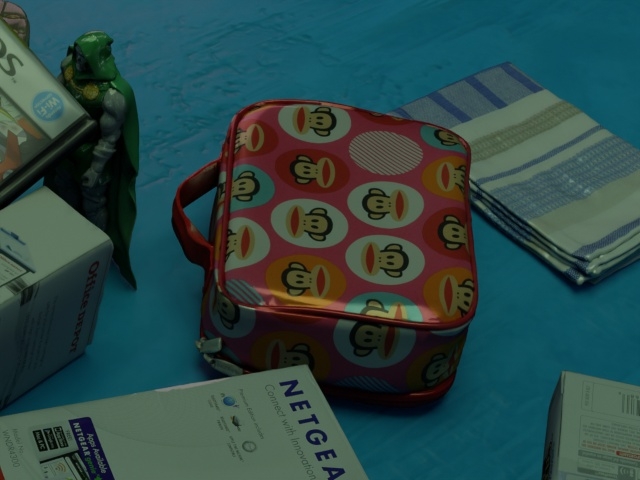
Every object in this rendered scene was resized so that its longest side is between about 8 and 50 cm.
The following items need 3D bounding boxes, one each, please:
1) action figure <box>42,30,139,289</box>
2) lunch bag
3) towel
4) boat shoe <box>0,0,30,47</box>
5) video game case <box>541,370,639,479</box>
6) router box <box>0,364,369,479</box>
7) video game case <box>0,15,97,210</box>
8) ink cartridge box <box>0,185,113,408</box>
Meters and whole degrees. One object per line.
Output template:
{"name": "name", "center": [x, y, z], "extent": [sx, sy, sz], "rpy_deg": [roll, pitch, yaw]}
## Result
{"name": "action figure", "center": [-0.195, -0.078, 1.507], "extent": [0.137, 0.232, 0.063], "rpy_deg": [37, 46, 28]}
{"name": "lunch bag", "center": [0.000, 0.000, 1.550], "extent": [0.258, 0.120, 0.293], "rpy_deg": [9, 40, -3]}
{"name": "towel", "center": [0.218, -0.074, 1.759], "extent": [0.209, 0.034, 0.285], "rpy_deg": [-25, 52, -37]}
{"name": "boat shoe", "center": [-0.339, -0.073, 1.550], "extent": [0.132, 0.130, 0.355], "rpy_deg": [12, 45, 6]}
{"name": "video game case", "center": [0.281, 0.216, 1.226], "extent": [0.269, 0.061, 0.244], "rpy_deg": [12, 40, 2]}
{"name": "router box", "center": [-0.091, 0.249, 1.264], "extent": [0.301, 0.082, 0.335], "rpy_deg": [-9, 44, -23]}
{"name": "video game case", "center": [-0.354, -0.095, 1.390], "extent": [0.275, 0.035, 0.248], "rpy_deg": [-42, 89, -20]}
{"name": "ink cartridge box", "center": [-0.260, 0.064, 1.391], "extent": [0.082, 0.139, 0.191], "rpy_deg": [36, 45, 18]}
